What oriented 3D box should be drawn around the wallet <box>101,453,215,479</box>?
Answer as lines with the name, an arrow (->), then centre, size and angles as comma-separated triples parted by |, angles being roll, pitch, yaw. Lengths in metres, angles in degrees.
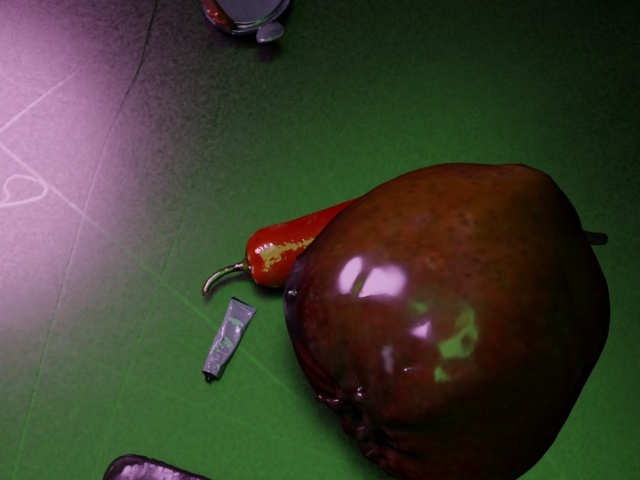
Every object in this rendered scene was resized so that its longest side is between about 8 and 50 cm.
wallet -> -0.193, 0.362, 1.334 | 0.165, 0.042, 0.310 | 11, 64, 28

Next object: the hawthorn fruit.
hawthorn fruit -> 0.129, 0.072, 1.326 | 0.308, 0.308, 0.325 | 39, 91, 7

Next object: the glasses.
glasses -> -0.076, -0.360, 1.435 | 0.118, 0.268, 0.234 | 25, 79, 23

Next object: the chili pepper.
chili pepper -> 0.000, 0.000, 1.457 | 0.272, 0.063, 0.071 | -23, 91, -9

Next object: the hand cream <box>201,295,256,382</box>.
hand cream -> -0.099, 0.106, 1.453 | 0.030, 0.019, 0.093 | 24, 71, 6
